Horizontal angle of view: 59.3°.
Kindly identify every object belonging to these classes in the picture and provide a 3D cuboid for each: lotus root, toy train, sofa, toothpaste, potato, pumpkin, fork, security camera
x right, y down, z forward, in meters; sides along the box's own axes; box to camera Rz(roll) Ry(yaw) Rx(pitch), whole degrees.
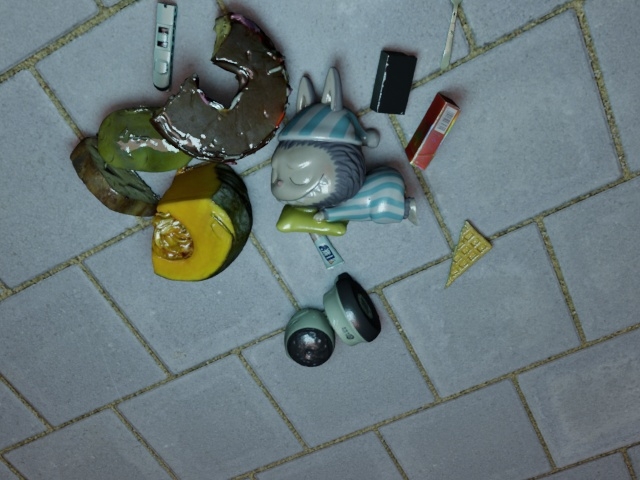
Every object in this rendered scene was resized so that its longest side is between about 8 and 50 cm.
[{"bbox_3d":[-0.532,-0.150,1.455,0.074,0.170,0.261,-38,104,13],"label":"lotus root"},{"bbox_3d":[-0.378,-0.461,1.357,0.043,0.047,0.208,10,115,-4],"label":"toy train"},{"bbox_3d":[0.178,-0.389,1.392,0.085,0.060,0.147,-1,118,-18],"label":"sofa"},{"bbox_3d":[0.000,0.000,1.595,0.056,0.036,0.205,-24,118,13],"label":"toothpaste"},{"bbox_3d":[-0.431,-0.252,1.406,0.248,0.143,0.169,5,113,-3],"label":"potato"},{"bbox_3d":[-0.310,-0.041,1.480,0.256,0.225,0.303,14,122,-2],"label":"pumpkin"},{"bbox_3d":[0.317,-0.519,1.341,0.034,0.028,0.220,0,121,-8],"label":"fork"},{"bbox_3d":[0.016,0.251,1.635,0.277,0.191,0.197,-30,114,15],"label":"security camera"}]

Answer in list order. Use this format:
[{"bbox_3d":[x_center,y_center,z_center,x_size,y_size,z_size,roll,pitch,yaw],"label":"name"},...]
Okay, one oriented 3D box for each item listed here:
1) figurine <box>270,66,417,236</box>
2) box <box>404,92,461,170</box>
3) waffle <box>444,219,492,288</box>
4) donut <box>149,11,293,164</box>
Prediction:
[{"bbox_3d":[0.057,-0.220,1.362,0.361,0.266,0.378,-2,117,-5],"label":"figurine"},{"bbox_3d":[0.280,-0.273,1.412,0.048,0.112,0.175,23,115,-12],"label":"box"},{"bbox_3d":[0.385,0.042,1.613,0.125,0.032,0.191,40,109,-19],"label":"waffle"},{"bbox_3d":[-0.211,-0.336,1.331,0.259,0.136,0.345,34,88,-23],"label":"donut"}]
